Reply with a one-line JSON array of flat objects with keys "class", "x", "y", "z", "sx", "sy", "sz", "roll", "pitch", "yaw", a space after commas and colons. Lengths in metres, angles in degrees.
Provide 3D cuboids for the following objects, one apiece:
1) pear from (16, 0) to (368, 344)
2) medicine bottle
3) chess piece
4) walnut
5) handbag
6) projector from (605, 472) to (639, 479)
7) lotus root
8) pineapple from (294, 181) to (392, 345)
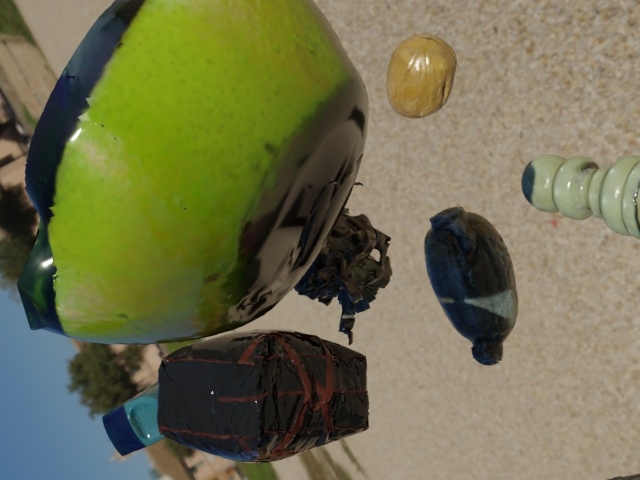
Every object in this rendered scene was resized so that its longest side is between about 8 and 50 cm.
[{"class": "pear", "x": -0.081, "y": -0.051, "z": 0.809, "sx": 0.165, "sy": 0.399, "sz": 0.399, "roll": 31, "pitch": 160, "yaw": 13}, {"class": "medicine bottle", "x": -0.243, "y": 0.262, "z": 1.510, "sx": 0.079, "sy": 0.124, "sz": 0.258, "roll": 61, "pitch": -152, "yaw": -2}, {"class": "chess piece", "x": 0.430, "y": -0.080, "z": 1.442, "sx": 0.243, "sy": 0.133, "sz": 0.133, "roll": 14, "pitch": 136, "yaw": 47}, {"class": "walnut", "x": 0.229, "y": -0.376, "z": 2.061, "sx": 0.165, "sy": 0.165, "sz": 0.197, "roll": 50, "pitch": 152, "yaw": 39}, {"class": "handbag", "x": -0.059, "y": 0.180, "z": 1.057, "sx": 0.169, "sy": 0.215, "sz": 0.155, "roll": -12, "pitch": 78, "yaw": 40}, {"class": "projector", "x": 0.384, "y": 0.502, "z": 1.116, "sx": 0.242, "sy": 0.405, "sz": 0.395, "roll": 11, "pitch": -120, "yaw": -49}, {"class": "lotus root", "x": 0.320, "y": 0.089, "z": 1.880, "sx": 0.175, "sy": 0.174, "sz": 0.350, "roll": -157, "pitch": 48, "yaw": -71}, {"class": "pineapple", "x": 0.000, "y": 0.000, "z": 1.227, "sx": 0.271, "sy": 0.262, "sz": 0.262, "roll": 40, "pitch": -177, "yaw": -39}]
